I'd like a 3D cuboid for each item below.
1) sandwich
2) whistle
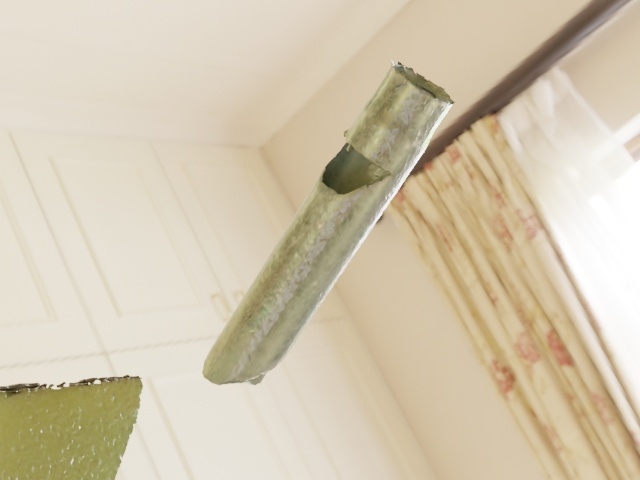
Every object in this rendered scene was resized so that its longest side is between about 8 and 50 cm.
[{"bbox_3d":[-0.224,0.214,0.694,0.063,0.212,0.245,-22,-17,37],"label":"sandwich"},{"bbox_3d":[0.000,0.000,0.774,0.062,0.062,0.312,2,-53,-54],"label":"whistle"}]
